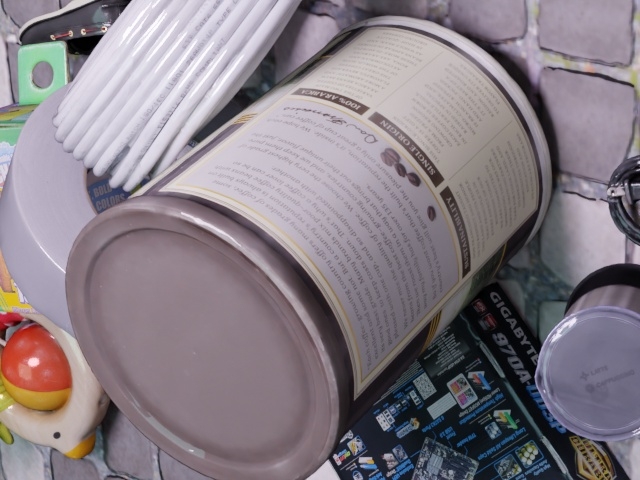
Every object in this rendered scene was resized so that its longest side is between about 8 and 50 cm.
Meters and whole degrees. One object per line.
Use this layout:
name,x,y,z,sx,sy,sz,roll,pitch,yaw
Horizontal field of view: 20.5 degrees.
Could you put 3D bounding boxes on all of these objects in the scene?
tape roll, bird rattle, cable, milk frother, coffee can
tape roll,-0.130,-0.021,1.332,0.219,0.219,0.072,52,145,15
bird rattle,-0.275,0.095,1.645,0.207,0.143,0.253,24,111,23
cable,-0.083,-0.152,1.210,0.089,0.257,0.257,38,131,-9
milk frother,0.192,0.032,1.096,0.129,0.135,0.143,-24,94,17
coffee can,0.000,0.000,1.144,0.202,0.275,0.201,21,131,26

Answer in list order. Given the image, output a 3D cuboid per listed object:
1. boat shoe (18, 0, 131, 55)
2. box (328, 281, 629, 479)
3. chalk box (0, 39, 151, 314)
boat shoe,-0.205,-0.173,1.468,0.133,0.049,0.042,-14,90,43
box,0.101,0.156,1.309,0.175,0.051,0.220,57,137,9
chalk box,-0.217,-0.057,1.471,0.132,0.132,0.213,1,109,46
